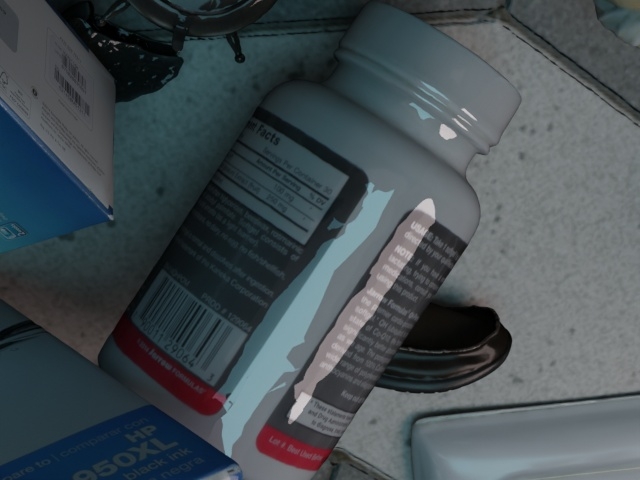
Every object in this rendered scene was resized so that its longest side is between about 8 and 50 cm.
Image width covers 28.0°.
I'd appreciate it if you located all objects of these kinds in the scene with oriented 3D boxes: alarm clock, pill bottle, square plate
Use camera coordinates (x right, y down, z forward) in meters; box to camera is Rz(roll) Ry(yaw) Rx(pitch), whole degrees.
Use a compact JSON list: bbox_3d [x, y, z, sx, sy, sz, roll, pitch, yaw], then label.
[{"bbox_3d":[-0.076,-0.222,0.865,0.129,0.064,0.192,12,103,-16],"label":"alarm clock"},{"bbox_3d":[0.000,0.000,0.896,0.176,0.176,0.318,33,91,-18],"label":"pill bottle"},{"bbox_3d":[0.261,0.295,1.152,0.344,0.049,0.347,-6,116,-2],"label":"square plate"}]

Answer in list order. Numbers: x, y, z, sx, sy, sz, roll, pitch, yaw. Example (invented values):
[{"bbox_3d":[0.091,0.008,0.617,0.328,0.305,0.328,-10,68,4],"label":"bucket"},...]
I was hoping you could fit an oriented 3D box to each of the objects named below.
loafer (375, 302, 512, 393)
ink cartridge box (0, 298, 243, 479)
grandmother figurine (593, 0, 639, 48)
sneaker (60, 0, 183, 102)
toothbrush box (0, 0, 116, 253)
[{"bbox_3d":[0.043,0.069,1.007,0.220,0.080,0.078,-2,116,-4],"label":"loafer"},{"bbox_3d":[-0.219,0.217,0.878,0.166,0.395,0.285,-22,121,-34],"label":"ink cartridge box"},{"bbox_3d":[0.151,-0.270,0.824,0.208,0.104,0.342,-16,115,51],"label":"grandmother figurine"},{"bbox_3d":[-0.190,-0.140,0.908,0.170,0.051,0.089,30,109,-22],"label":"sneaker"},{"bbox_3d":[-0.309,-0.076,0.812,0.296,0.126,0.216,-17,143,16],"label":"toothbrush box"}]
